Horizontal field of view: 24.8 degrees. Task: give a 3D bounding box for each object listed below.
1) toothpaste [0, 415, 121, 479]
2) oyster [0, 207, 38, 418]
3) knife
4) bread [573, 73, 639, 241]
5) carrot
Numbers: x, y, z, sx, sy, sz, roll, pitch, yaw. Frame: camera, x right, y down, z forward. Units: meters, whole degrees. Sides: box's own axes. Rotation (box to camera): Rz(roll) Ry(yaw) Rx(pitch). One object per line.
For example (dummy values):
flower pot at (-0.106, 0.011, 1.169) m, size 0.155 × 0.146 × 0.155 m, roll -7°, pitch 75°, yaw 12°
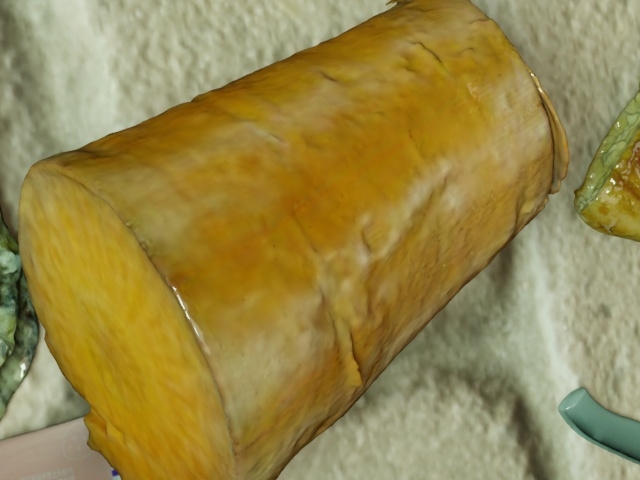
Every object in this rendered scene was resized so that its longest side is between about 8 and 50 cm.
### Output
toothpaste at (-0.180, 0.129, 0.708) m, size 0.194 × 0.043 × 0.067 m, roll -7°, pitch 84°, yaw -29°
oyster at (-0.212, -0.030, 0.693) m, size 0.199 × 0.087 × 0.252 m, roll 16°, pitch 93°, yaw -21°
knife at (0.231, 0.141, 0.893) m, size 0.210 × 0.015 × 0.028 m, roll 28°, pitch 71°, yaw -20°
bread at (0.235, -0.046, 0.885) m, size 0.136 × 0.054 × 0.154 m, roll 33°, pitch 81°, yaw -16°
carrot at (0.000, 0.000, 0.712) m, size 0.254 × 0.196 × 0.196 m, roll -30°, pitch 99°, yaw -28°
